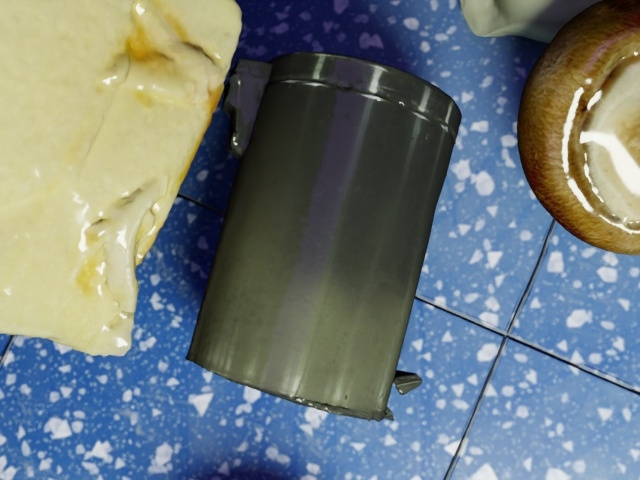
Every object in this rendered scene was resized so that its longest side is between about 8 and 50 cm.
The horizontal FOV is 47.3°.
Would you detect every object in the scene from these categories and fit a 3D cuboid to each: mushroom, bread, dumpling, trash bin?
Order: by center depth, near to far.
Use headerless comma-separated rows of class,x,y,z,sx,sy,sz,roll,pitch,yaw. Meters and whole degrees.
bread,-0.301,-0.135,0.675,0.371,0.279,0.389,14,81,39
mushroom,0.308,-0.105,0.684,0.253,0.153,0.253,1,107,4
trash bin,0.000,0.000,0.700,0.252,0.203,0.301,16,83,-16
dumpling,0.266,-0.282,0.751,0.250,0.132,0.162,0,89,24
